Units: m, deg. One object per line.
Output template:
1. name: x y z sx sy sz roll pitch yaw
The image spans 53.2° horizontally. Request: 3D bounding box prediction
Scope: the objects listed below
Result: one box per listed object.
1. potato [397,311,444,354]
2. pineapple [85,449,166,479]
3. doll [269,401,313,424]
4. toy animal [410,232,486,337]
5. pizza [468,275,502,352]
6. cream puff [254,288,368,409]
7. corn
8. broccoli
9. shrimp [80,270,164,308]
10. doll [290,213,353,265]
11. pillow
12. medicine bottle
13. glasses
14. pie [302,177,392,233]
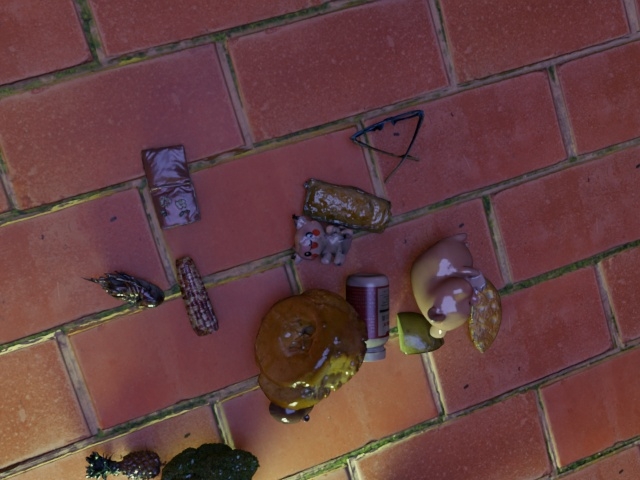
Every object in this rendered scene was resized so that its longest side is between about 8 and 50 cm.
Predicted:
1. potato: 0.316 0.278 1.977 0.149 0.081 0.120 -10 98 -12
2. pineapple: -0.548 0.634 1.802 0.221 0.103 0.083 2 60 -12
3. doll: -0.093 0.454 1.899 0.145 0.096 0.188 -11 71 -26
4. toy animal: 0.383 0.136 1.910 0.213 0.195 0.256 -18 60 6
5. pizza: 0.517 0.231 2.029 0.127 0.058 0.246 -14 98 -12
6. cream puff: -0.019 0.309 1.797 0.231 0.327 0.343 32 59 -49
7. corn: -0.355 0.160 1.825 0.079 0.079 0.237 -17 94 -11
8. broccoli: -0.298 0.745 1.764 0.413 0.310 0.321 4 109 16
9. shrimp: -0.550 0.135 1.779 0.233 0.079 0.090 16 128 -11
10. doll: 0.000 0.000 1.878 0.192 0.095 0.149 5 111 -13
11. pillow: -0.422 -0.153 1.802 0.126 0.043 0.232 -14 96 -11
12. medicine bottle: 0.141 0.226 1.908 0.131 0.131 0.250 -2 94 -12
13. glasses: 0.211 -0.291 1.928 0.239 0.102 0.207 -19 125 -12
14. pie: 0.077 -0.101 1.906 0.282 0.068 0.128 14 93 -10
